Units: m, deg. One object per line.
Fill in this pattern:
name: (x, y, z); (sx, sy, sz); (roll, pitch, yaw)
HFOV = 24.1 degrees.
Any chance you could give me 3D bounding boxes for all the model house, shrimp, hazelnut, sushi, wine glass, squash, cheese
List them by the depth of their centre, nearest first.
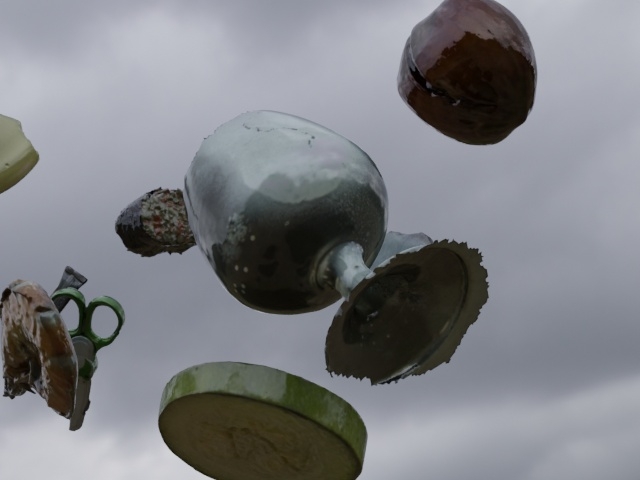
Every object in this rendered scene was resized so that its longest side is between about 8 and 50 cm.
wine glass: (0.000, 0.000, 1.681); (0.238, 0.323, 0.238); (-25, -40, -24)
squash: (-0.074, 0.228, 1.765); (0.252, 0.048, 0.252); (8, -34, 6)
shrimp: (-0.344, 0.155, 1.824); (0.062, 0.164, 0.317); (-20, -18, -25)
model house: (0.140, 0.061, 1.937); (0.152, 0.106, 0.165); (29, -10, -30)
hazelnut: (0.212, -0.239, 2.145); (0.181, 0.180, 0.212); (11, -47, -12)
sushi: (-0.224, -0.026, 2.164); (0.078, 0.090, 0.150); (-19, -13, 37)
cheese: (-0.510, -0.086, 2.204); (0.127, 0.255, 0.050); (19, -38, 10)

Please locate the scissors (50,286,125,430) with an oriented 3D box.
scissors: (-0.313, 0.159, 1.954); (0.101, 0.204, 0.027); (14, 25, 7)

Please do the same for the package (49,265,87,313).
package: (-0.383, 0.090, 2.164); (0.037, 0.110, 0.015); (36, -8, -4)
